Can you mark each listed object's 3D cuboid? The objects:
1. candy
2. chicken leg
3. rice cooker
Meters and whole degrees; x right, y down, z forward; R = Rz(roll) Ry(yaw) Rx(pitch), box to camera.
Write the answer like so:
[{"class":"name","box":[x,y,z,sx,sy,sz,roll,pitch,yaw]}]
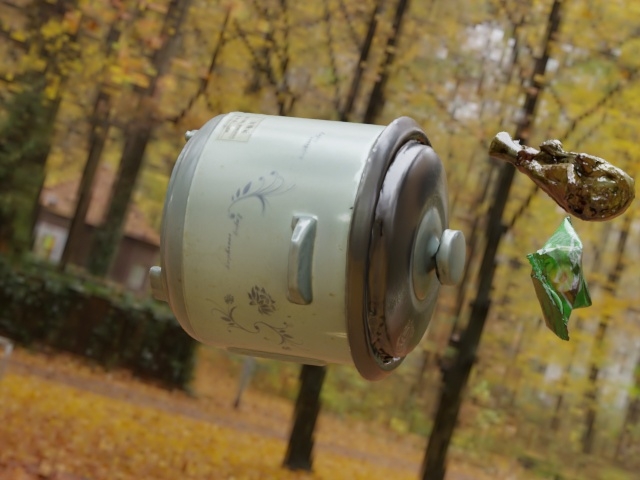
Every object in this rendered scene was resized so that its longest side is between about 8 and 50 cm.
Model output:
[{"class":"candy","box":[0.356,0.053,2.140,0.078,0.141,0.203,3,16,24]},{"class":"chicken leg","box":[0.260,-0.078,1.572,0.178,0.070,0.093,31,-22,36]},{"class":"rice cooker","box":[0.000,0.000,1.449,0.317,0.264,0.316,4,9,-1]}]
